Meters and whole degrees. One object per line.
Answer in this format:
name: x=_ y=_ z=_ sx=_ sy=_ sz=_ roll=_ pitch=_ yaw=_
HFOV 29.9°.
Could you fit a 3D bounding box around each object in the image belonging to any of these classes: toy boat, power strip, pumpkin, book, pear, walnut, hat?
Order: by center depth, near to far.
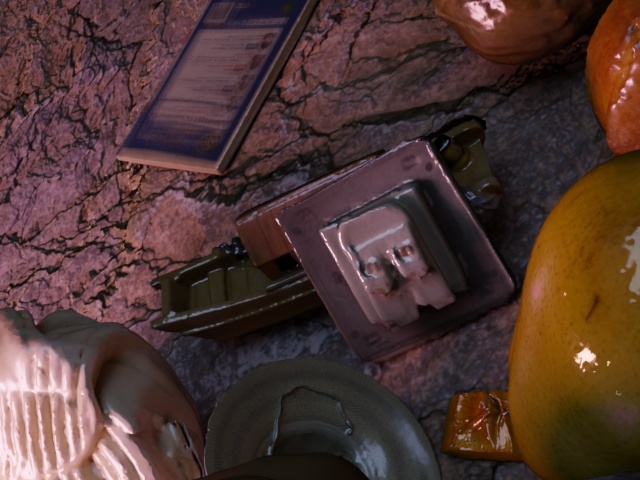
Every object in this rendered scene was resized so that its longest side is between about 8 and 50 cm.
pear: x=0.285 y=0.077 z=1.034 sx=0.336 sy=0.285 sz=0.285 roll=-44 pitch=43 yaw=9
pumpkin: x=0.165 y=0.185 z=1.208 sx=0.101 sy=0.035 sz=0.073 roll=-6 pitch=58 yaw=30
hat: x=-0.009 y=0.254 z=1.222 sx=0.110 sy=0.252 sz=0.252 roll=118 pitch=157 yaw=-49
power strip: x=0.077 y=0.022 z=1.272 sx=0.198 sy=0.213 sz=0.064 roll=-30 pitch=10 yaw=17
toy boat: x=0.000 y=0.000 z=1.376 sx=0.445 sy=0.162 sz=0.136 roll=-26 pitch=49 yaw=19
walnut: x=0.251 y=-0.338 z=1.392 sx=0.283 sy=0.227 sz=0.283 roll=-33 pitch=4 yaw=3
book: x=-0.153 y=-0.241 z=1.769 sx=0.228 sy=0.018 sz=0.322 roll=10 pitch=66 yaw=42

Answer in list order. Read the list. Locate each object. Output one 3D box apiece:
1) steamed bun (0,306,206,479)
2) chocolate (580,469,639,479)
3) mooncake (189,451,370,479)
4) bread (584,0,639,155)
steamed bun: x=-0.278 y=0.244 z=1.346 sx=0.394 sy=0.237 sz=0.347 roll=29 pitch=107 yaw=13
chocolate: x=0.262 y=0.292 z=0.914 sx=0.303 sy=0.303 sz=0.213 roll=-27 pitch=18 yaw=17
mooncake: x=-0.054 y=0.398 z=0.909 sx=0.262 sy=0.467 sz=0.467 roll=-16 pitch=50 yaw=17
bread: x=0.380 y=-0.219 z=1.282 sx=0.260 sy=0.134 sz=0.129 roll=-42 pitch=43 yaw=2
